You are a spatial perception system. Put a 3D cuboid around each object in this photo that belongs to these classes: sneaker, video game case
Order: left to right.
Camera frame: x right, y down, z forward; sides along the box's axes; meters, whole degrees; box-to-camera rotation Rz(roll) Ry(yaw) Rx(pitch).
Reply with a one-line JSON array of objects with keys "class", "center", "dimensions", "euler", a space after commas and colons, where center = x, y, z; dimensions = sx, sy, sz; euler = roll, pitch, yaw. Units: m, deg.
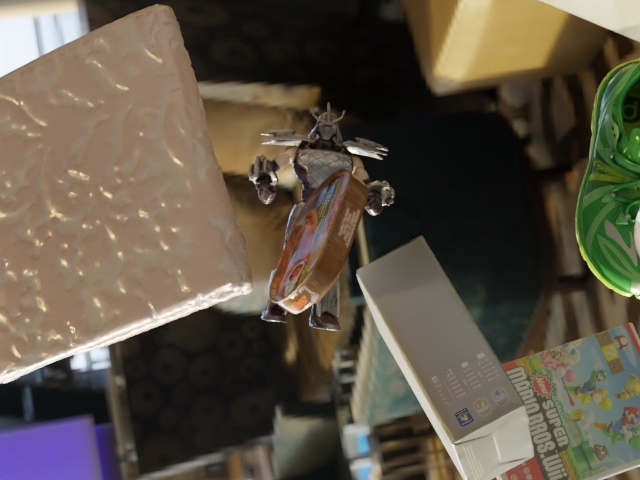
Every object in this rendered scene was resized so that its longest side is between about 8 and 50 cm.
[{"class": "video game case", "center": [0.369, 0.255, 1.884], "dimensions": [0.025, 0.285, 0.204], "euler": [113, 139, -68]}, {"class": "sneaker", "center": [0.369, -0.079, 1.521], "dimensions": [0.123, 0.109, 0.295], "euler": [125, 148, -77]}]

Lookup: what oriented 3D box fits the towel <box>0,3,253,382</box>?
[{"class": "towel", "center": [-0.251, -0.047, 1.367], "dimensions": [0.053, 0.317, 0.332], "euler": [28, -139, -68]}]

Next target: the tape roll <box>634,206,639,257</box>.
[{"class": "tape roll", "center": [0.498, -0.041, 1.250], "dimensions": [0.392, 0.392, 0.072], "euler": [97, 159, -54]}]

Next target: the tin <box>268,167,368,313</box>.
[{"class": "tin", "center": [0.000, 0.000, 1.439], "dimensions": [0.106, 0.040, 0.189], "euler": [-40, 23, 49]}]

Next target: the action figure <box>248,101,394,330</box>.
[{"class": "action figure", "center": [-0.003, -0.033, 1.625], "dimensions": [0.099, 0.185, 0.285], "euler": [17, -100, -86]}]

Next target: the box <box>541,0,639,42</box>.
[{"class": "box", "center": [0.244, -0.196, 0.863], "dimensions": [0.094, 0.275, 0.113], "euler": [-21, 69, 42]}]

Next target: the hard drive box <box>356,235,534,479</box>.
[{"class": "hard drive box", "center": [0.141, 0.140, 1.444], "dimensions": [0.232, 0.089, 0.181], "euler": [60, 177, 28]}]
